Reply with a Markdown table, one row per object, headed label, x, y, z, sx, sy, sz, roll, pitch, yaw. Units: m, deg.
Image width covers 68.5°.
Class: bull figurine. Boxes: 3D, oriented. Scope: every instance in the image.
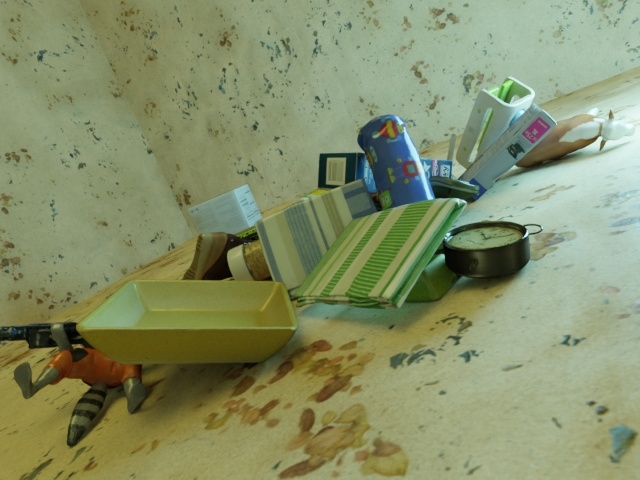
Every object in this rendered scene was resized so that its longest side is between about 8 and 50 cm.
| label | x | y | z | sx | sy | sz | roll | pitch | yaw |
| --- | --- | --- | --- | --- | --- | --- | --- | --- | --- |
| bull figurine | 0.675 | -0.283 | 1.283 | 0.311 | 0.101 | 0.188 | -13 | 12 | 40 |

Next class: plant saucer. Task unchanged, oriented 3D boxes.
| label | x | y | z | sx | sy | sz | roll | pitch | yaw |
| --- | --- | --- | --- | --- | --- | --- | --- | --- | --- |
| plant saucer | 0.173 | 0.049 | 0.857 | 0.188 | 0.045 | 0.188 | -11 | 17 | 48 |
| plant saucer | -0.222 | 0.146 | 0.869 | 0.333 | 0.080 | 0.333 | 2 | 7 | -9 |

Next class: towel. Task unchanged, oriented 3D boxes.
| label | x | y | z | sx | sy | sz | roll | pitch | yaw |
| --- | --- | --- | --- | --- | --- | --- | --- | --- | --- |
| towel | 0.004 | -0.001 | 1.072 | 0.285 | 0.209 | 0.034 | -22 | -15 | 5 |
| towel | 0.092 | 0.028 | 0.859 | 0.247 | 0.038 | 0.325 | -52 | 18 | -24 |

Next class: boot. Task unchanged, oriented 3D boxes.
| label | x | y | z | sx | sy | sz | roll | pitch | yaw |
| --- | --- | --- | --- | --- | --- | --- | --- | --- | --- |
| boot | -0.291 | 0.099 | 1.405 | 0.207 | 0.248 | 0.090 | 11 | 12 | -40 |

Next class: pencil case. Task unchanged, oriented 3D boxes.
| label | x | y | z | sx | sy | sz | roll | pitch | yaw |
| --- | --- | --- | --- | --- | --- | --- | --- | --- | --- |
| pencil case | 0.177 | -0.133 | 1.069 | 0.120 | 0.305 | 0.133 | -10 | -16 | -28 |

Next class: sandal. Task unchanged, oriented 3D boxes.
| label | x | y | z | sx | sy | sz | roll | pitch | yaw |
| --- | --- | --- | --- | --- | --- | --- | --- | --- | --- |
| sandal | 0.296 | -0.089 | 1.181 | 0.120 | 0.086 | 0.303 | 11 | -13 | -10 |

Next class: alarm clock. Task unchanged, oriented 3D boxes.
| label | x | y | z | sx | sy | sz | roll | pitch | yaw |
| --- | --- | --- | --- | --- | --- | --- | --- | --- | --- |
| alarm clock | 0.282 | 0.009 | 0.756 | 0.192 | 0.064 | 0.129 | -22 | 20 | -18 |

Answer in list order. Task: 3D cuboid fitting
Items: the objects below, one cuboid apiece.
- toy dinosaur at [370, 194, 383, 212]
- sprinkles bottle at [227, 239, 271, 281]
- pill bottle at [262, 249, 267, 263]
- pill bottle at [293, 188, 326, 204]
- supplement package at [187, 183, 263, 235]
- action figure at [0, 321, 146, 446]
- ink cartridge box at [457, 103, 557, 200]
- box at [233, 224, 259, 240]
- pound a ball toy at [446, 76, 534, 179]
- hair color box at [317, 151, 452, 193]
| label | x | y | z | sx | sy | sz | roll | pitch | yaw |
| --- | --- | --- | --- | --- | --- | --- | --- | --- | --- |
| toy dinosaur | 0.163 | -0.109 | 1.445 | 0.296 | 0.127 | 0.200 | -24 | 10 | -31 |
| sprinkles bottle | -0.078 | 0.018 | 1.317 | 0.356 | 0.121 | 0.121 | -22 | 11 | 5 |
| pill bottle | 0.000 | 0.000 | 1.167 | 0.272 | 0.152 | 0.152 | -23 | 11 | 7 |
| pill bottle | 0.013 | -0.140 | 1.847 | 0.136 | 0.136 | 0.246 | -13 | 15 | 41 |
| supplement package | -0.342 | -0.053 | 1.821 | 0.200 | 0.262 | 0.198 | -21 | 11 | 11 |
| action figure | -0.474 | 0.247 | 0.919 | 0.342 | 0.178 | 0.330 | 0 | 1 | -12 |
| ink cartridge box | 0.476 | -0.221 | 1.256 | 0.311 | 0.065 | 0.186 | -46 | 2 | 28 |
| box | -0.231 | 0.026 | 1.537 | 0.184 | 0.045 | 0.190 | -23 | -27 | -6 |
| pound a ball toy | 0.491 | -0.294 | 1.407 | 0.208 | 0.135 | 0.319 | -29 | -31 | -23 |
| hair color box | 0.183 | -0.182 | 1.307 | 0.348 | 0.105 | 0.174 | -2 | 10 | -33 |
